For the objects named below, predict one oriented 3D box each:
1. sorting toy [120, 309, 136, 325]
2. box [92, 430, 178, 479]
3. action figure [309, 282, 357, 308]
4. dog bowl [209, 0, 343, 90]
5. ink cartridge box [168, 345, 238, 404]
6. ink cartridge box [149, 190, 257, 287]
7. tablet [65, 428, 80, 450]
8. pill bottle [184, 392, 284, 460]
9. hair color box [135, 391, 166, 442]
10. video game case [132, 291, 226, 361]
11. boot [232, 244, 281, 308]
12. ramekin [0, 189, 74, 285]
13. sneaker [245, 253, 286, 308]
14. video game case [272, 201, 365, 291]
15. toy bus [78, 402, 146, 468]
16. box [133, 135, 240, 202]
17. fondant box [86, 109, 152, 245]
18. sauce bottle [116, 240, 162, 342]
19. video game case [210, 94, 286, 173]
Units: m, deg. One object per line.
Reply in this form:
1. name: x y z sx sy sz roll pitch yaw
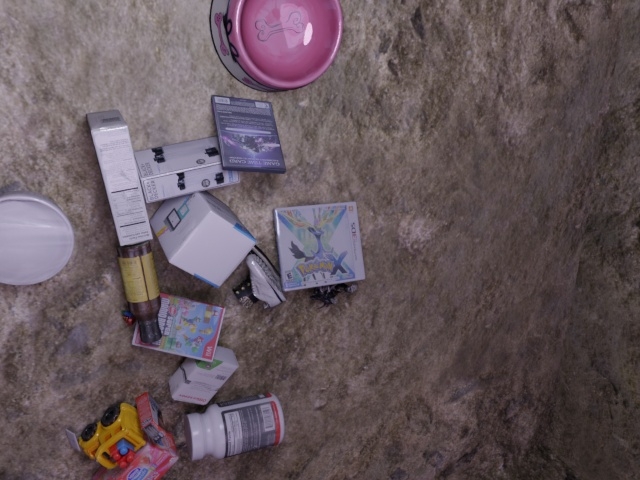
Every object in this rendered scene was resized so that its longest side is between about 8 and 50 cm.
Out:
1. sorting toy: -0.651 0.242 1.731 0.042 0.061 0.102 19 99 3
2. box: -0.710 0.866 1.939 0.300 0.142 0.154 -47 125 1
3. action figure: 0.047 0.162 1.982 0.163 0.141 0.276 -6 114 -31
4. dog bowl: -0.113 -0.640 1.512 0.407 0.150 0.408 -11 118 -22
5. ink cartridge box: -0.441 0.500 1.903 0.160 0.093 0.219 29 108 -40
6. ink cartridge box: -0.373 -0.029 1.591 0.197 0.270 0.198 -50 131 4
7. tablet: -0.897 0.722 1.835 0.006 0.054 0.083 -39 134 -49
8. pill bottle: -0.343 0.744 2.023 0.362 0.210 0.210 -4 115 -24
9. hair color box: -0.623 0.646 1.862 0.053 0.167 0.093 -31 124 -10
10. video game case: -0.491 0.296 1.761 0.284 0.025 0.204 14 98 -6
11. boot: -0.254 0.131 1.851 0.178 0.085 0.236 -36 123 -3
12. ramekin: -0.852 -0.019 1.454 0.272 0.127 0.273 -11 118 -21
13. sneaker: -0.209 0.150 1.786 0.094 0.090 0.235 -26 121 7
14. video game case: -0.001 0.017 1.867 0.328 0.036 0.300 -7 89 -22
15. toy bus: -0.742 0.737 1.822 0.220 0.211 0.149 -36 126 -5
16. box: -0.409 -0.222 1.544 0.289 0.169 0.087 -15 134 -18
17. fondant box: -0.574 -0.184 1.446 0.096 0.238 0.331 -14 119 -22
18. sauce bottle: -0.584 0.169 1.660 0.111 0.111 0.345 -10 108 -22
19. video game case: -0.222 -0.327 1.558 0.195 0.275 0.026 0 152 -26
